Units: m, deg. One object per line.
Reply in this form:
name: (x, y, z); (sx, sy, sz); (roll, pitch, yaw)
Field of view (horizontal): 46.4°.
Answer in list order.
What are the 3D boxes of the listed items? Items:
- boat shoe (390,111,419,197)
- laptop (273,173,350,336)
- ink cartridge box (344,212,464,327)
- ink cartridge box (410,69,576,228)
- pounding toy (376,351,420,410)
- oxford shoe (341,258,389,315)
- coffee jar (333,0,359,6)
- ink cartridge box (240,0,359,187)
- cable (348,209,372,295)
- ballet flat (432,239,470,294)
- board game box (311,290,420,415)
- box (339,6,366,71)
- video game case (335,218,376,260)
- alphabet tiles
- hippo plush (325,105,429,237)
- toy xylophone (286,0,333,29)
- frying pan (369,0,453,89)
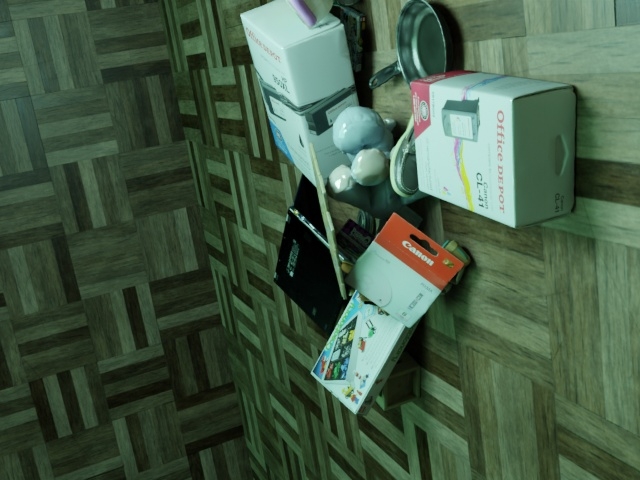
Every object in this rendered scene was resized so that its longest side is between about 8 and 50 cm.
boat shoe: (0.204, -0.195, 1.493); (0.073, 0.080, 0.224); (-18, 48, 65)
laptop: (0.000, 0.000, 2.245); (0.408, 0.236, 0.382); (44, 148, 20)
ink cartridge box: (0.175, 0.072, 1.621); (0.189, 0.066, 0.232); (36, 146, 4)
ink cartridge box: (0.296, -0.172, 1.324); (0.306, 0.131, 0.226); (-146, 45, -62)
pounding toy: (0.177, 0.358, 1.961); (0.100, 0.141, 0.130); (-136, 37, -55)
oxford shoe: (0.113, 0.114, 1.863); (0.212, 0.076, 0.076); (38, -177, 43)
coffee jar: (0.025, -0.608, 1.784); (0.184, 0.079, 0.096); (32, 132, 59)
ink cartridge box: (-0.036, -0.377, 1.870); (0.285, 0.166, 0.395); (49, 160, 49)
cable: (0.118, 0.038, 2.058); (0.139, 0.072, 0.287); (-110, 26, -66)
ballet flat: (0.266, 0.084, 1.655); (0.073, 0.080, 0.232); (38, 152, 10)
board game box: (0.115, 0.262, 1.899); (0.193, 0.053, 0.305); (35, 99, 44)
box: (0.076, -0.489, 1.807); (0.094, 0.027, 0.137); (48, 146, 48)
video game case: (0.128, 0.039, 1.789); (0.210, 0.042, 0.232); (39, 173, 0)
alphabet tiles: (0.018, -0.042, 1.713); (0.343, 0.011, 0.285); (79, 178, -46)
hippo plush: (0.145, -0.187, 1.673); (0.294, 0.234, 0.237); (36, -141, -50)
toy xylophone: (-0.072, -0.640, 1.677); (0.236, 0.081, 0.323); (46, -160, -44)
frying pan: (0.197, -0.357, 1.559); (0.326, 0.053, 0.197); (113, 139, -61)
